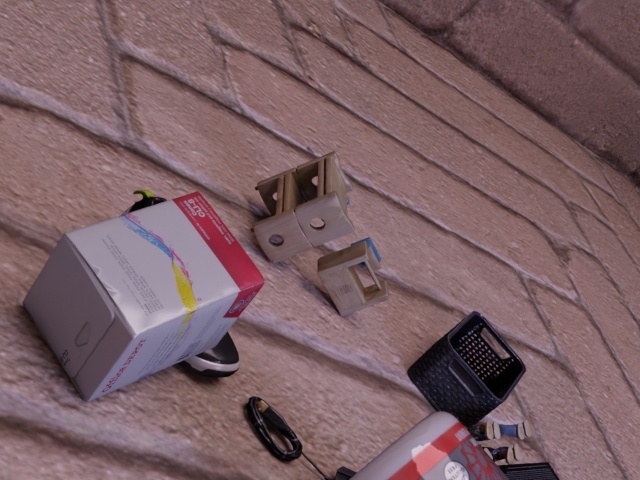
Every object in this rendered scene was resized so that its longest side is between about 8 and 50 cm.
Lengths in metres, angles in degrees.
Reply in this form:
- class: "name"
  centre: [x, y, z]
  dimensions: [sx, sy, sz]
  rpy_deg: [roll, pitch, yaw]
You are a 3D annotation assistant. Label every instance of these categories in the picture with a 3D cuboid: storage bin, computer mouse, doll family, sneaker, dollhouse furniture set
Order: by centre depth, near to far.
- class: "sneaker"
  centre: [-0.156, 0.044, 1.234]
  dimensions: [0.234, 0.097, 0.084]
  rpy_deg: [52, 25, 13]
- class: "computer mouse"
  centre: [0.013, 0.255, 1.251]
  dimensions: [0.242, 0.041, 0.071]
  rpy_deg: [42, 25, -9]
- class: "doll family"
  centre: [0.197, 0.268, 1.470]
  dimensions: [0.193, 0.111, 0.076]
  rpy_deg: [18, 62, -50]
- class: "dollhouse furniture set"
  centre: [0.000, 0.000, 1.565]
  dimensions: [0.129, 0.129, 0.183]
  rpy_deg: [-89, 155, -58]
- class: "storage bin"
  centre: [0.218, 0.191, 1.633]
  dimensions: [0.122, 0.084, 0.180]
  rpy_deg: [49, 25, 6]

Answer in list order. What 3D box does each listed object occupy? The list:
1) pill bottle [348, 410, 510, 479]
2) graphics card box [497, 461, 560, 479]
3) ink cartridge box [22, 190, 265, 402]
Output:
- class: "pill bottle"
  centre: [0.163, 0.368, 1.096]
  dimensions: [0.363, 0.210, 0.210]
  rpy_deg: [49, 24, 12]
- class: "graphics card box"
  centre: [0.295, 0.449, 1.345]
  dimensions: [0.233, 0.094, 0.371]
  rpy_deg: [10, 43, -52]
- class: "ink cartridge box"
  centre: [-0.176, 0.053, 1.099]
  dimensions: [0.176, 0.128, 0.127]
  rpy_deg: [-22, 69, -46]
